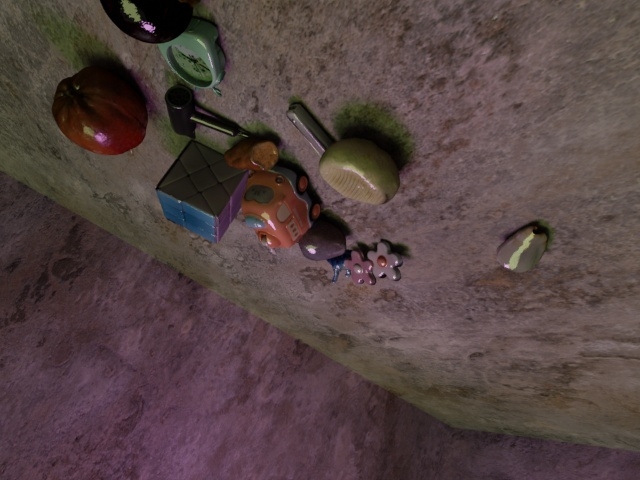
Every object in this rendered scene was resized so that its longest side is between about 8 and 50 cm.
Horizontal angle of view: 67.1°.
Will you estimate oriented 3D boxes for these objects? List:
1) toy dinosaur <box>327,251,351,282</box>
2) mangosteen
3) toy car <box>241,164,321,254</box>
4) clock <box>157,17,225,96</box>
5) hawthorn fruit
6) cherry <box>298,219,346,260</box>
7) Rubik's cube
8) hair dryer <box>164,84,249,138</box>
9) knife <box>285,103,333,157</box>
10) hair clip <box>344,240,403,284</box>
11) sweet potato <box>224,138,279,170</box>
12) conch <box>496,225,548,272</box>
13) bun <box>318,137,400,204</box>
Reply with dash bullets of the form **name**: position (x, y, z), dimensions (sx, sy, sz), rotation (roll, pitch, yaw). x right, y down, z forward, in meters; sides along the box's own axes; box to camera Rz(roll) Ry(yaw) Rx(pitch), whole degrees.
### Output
- **toy dinosaur**: position (0.105, 0.094, 1.814), dimensions (0.329, 0.076, 0.144), rotation (10, 119, 36)
- **mangosteen**: position (-0.324, -0.502, 0.959), dimensions (0.230, 0.194, 0.194), rotation (-15, 139, 21)
- **toy car**: position (-0.140, -0.095, 1.511), dimensions (0.180, 0.212, 0.270), rotation (13, 148, 31)
- **clock**: position (-0.304, -0.441, 1.178), dimensions (0.159, 0.066, 0.211), rotation (21, 156, 16)
- **hawthorn fruit**: position (-0.657, -0.388, 1.459), dimensions (0.258, 0.258, 0.262), rotation (6, -175, 40)
- **cherry**: position (0.001, -0.001, 1.661), dimensions (0.176, 0.140, 0.176), rotation (-3, 162, -1)
- **Rubik's cube**: position (-0.395, -0.160, 1.651), dimensions (0.231, 0.221, 0.224), rotation (26, 156, 3)
- **hair dryer**: position (-0.329, -0.335, 1.429), dimensions (0.248, 0.078, 0.195), rotation (22, 158, -1)
- **knife**: position (0.000, -0.251, 1.273), dimensions (0.073, 0.040, 0.265), rotation (15, 155, 50)
- **hair clip**: position (0.185, 0.081, 1.666), dimensions (0.257, 0.075, 0.146), rotation (-18, 101, 41)
- **sweet potato**: position (-0.218, -0.253, 1.436), dimensions (0.251, 0.097, 0.097), rotation (6, 149, 47)
- **conch**: position (0.524, 0.018, 1.247), dimensions (0.104, 0.094, 0.176), rotation (34, 132, 18)
- **bun**: position (0.106, -0.182, 1.209), dimensions (0.222, 0.127, 0.222), rotation (23, 169, 5)
